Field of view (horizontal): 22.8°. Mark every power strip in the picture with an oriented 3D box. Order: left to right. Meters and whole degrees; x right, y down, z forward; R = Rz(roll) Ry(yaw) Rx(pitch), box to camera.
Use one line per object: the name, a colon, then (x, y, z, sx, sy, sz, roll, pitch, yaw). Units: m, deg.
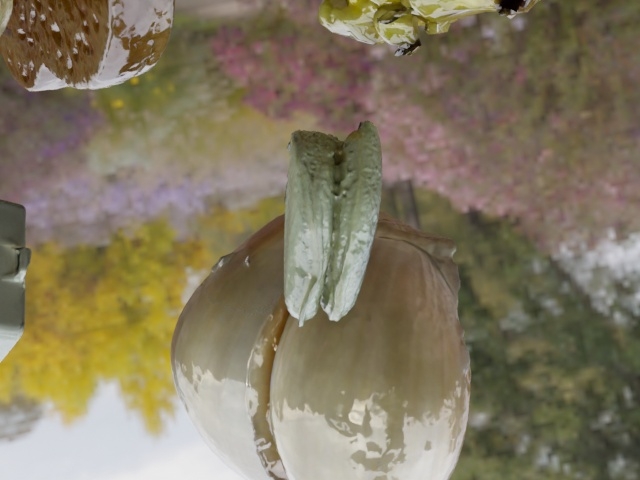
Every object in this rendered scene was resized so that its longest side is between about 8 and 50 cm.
power strip: (-0.296, 0.098, 1.164, 0.043, 0.106, 0.367, 13, 144, -27)

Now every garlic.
garlic: (0.007, 0.120, 1.396, 0.286, 0.313, 0.249, 23, -156, 16)

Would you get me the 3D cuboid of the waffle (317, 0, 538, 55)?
waffle: (0.181, -0.215, 0.939, 0.382, 0.095, 0.379, -29, -165, -12)

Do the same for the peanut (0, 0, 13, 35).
peanut: (-0.251, -0.152, 0.891, 0.214, 0.099, 0.090, 12, 180, 40)

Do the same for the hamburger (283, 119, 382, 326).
hamburger: (0.004, 0.001, 0.898, 0.054, 0.121, 0.084, 5, -136, -9)

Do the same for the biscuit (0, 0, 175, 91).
biscuit: (-0.209, -0.267, 1.191, 0.070, 0.350, 0.394, -20, -133, -25)
